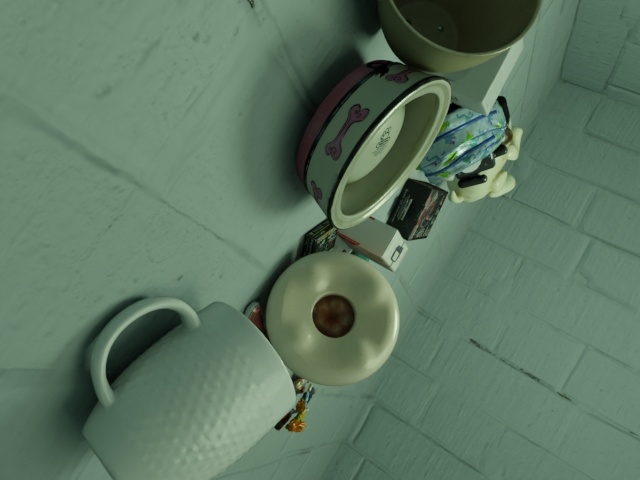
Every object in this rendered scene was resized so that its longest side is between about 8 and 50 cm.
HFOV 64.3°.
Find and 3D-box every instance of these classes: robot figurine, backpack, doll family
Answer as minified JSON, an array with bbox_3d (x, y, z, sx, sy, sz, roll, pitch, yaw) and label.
[{"bbox_3d":[0.549,-0.328,1.911,0.173,0.278,0.209,47,31,-57],"label":"robot figurine"},{"bbox_3d":[0.427,-0.331,1.652,0.356,0.290,0.273,-9,83,-49],"label":"backpack"},{"bbox_3d":[-0.073,0.612,1.878,0.262,0.118,0.163,-66,168,8],"label":"doll family"}]

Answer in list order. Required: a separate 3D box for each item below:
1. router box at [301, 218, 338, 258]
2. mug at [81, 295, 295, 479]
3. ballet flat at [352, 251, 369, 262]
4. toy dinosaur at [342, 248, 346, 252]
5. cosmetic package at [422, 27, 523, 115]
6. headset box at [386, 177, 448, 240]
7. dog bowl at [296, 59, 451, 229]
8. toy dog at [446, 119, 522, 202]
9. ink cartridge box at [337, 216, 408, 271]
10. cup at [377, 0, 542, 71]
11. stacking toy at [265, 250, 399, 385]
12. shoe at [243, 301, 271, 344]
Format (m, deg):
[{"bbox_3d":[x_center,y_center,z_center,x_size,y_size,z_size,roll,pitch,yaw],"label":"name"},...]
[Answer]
[{"bbox_3d":[0.000,0.000,1.433,0.122,0.038,0.092,-37,149,-45],"label":"router box"},{"bbox_3d":[-0.272,0.278,0.952,0.328,0.276,0.374,-36,118,-32],"label":"mug"},{"bbox_3d":[0.112,0.116,1.784,0.074,0.074,0.203,16,97,-67],"label":"ballet flat"},{"bbox_3d":[0.062,0.069,1.616,0.082,0.090,0.047,-37,-171,32],"label":"toy dinosaur"},{"bbox_3d":[0.426,-0.516,1.471,0.224,0.224,0.138,-63,157,8],"label":"cosmetic package"},{"bbox_3d":[0.376,-0.119,1.989,0.293,0.110,0.218,-7,123,-63],"label":"headset box"},{"bbox_3d":[0.112,-0.227,1.174,0.408,0.150,0.408,-41,160,-19],"label":"dog bowl"},{"bbox_3d":[0.663,-0.383,2.142,0.395,0.284,0.407,-30,146,-20],"label":"toy dog"},{"bbox_3d":[0.167,0.001,1.610,0.100,0.172,0.237,-59,158,-4],"label":"ink cartridge box"},{"bbox_3d":[0.257,-0.495,1.092,0.331,0.331,0.237,-56,-176,-12],"label":"cup"},{"bbox_3d":[0.009,0.250,1.504,0.350,0.351,0.480,-53,176,-18],"label":"stacking toy"},{"bbox_3d":[-0.157,0.241,1.333,0.063,0.081,0.178,-37,148,-44],"label":"shoe"}]
